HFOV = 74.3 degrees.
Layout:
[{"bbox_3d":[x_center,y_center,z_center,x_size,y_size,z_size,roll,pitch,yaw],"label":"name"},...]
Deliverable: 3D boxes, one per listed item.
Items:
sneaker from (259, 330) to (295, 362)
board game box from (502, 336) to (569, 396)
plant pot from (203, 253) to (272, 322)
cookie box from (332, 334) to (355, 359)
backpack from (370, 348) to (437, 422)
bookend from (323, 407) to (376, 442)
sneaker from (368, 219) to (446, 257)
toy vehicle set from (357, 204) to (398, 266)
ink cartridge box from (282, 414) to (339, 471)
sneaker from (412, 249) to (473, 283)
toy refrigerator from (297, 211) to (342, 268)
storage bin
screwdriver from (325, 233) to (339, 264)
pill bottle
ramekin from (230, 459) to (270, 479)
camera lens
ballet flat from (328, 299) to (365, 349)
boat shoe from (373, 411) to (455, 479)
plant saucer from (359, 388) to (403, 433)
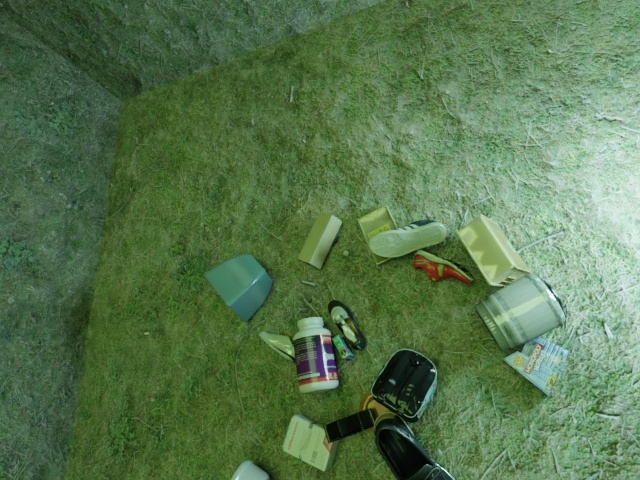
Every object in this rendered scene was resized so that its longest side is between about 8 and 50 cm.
[{"bbox_3d":[-0.200,0.505,2.084,0.235,0.090,0.095,27,72,26],"label":"sneaker"},{"bbox_3d":[0.824,0.466,1.640,0.194,0.060,0.194,25,83,28],"label":"board game box"},{"bbox_3d":[-0.397,0.221,2.181,0.252,0.248,0.247,-40,59,-12],"label":"plant pot"},{"bbox_3d":[0.106,0.492,1.936,0.040,0.092,0.107,-35,62,6],"label":"cookie box"},{"bbox_3d":[0.355,0.585,1.727,0.225,0.191,0.253,23,70,30],"label":"backpack"},{"bbox_3d":[0.124,0.771,1.763,0.157,0.156,0.072,-40,58,34],"label":"bookend"},{"bbox_3d":[0.391,-0.015,1.944,0.350,0.148,0.131,-9,106,5],"label":"sneaker"},{"bbox_3d":[0.302,-0.025,2.062,0.166,0.035,0.267,-27,63,14],"label":"toy vehicle set"},{"bbox_3d":[-0.039,0.886,1.862,0.218,0.092,0.158,13,78,26],"label":"ink cartridge box"},{"bbox_3d":[0.540,0.137,1.878,0.279,0.107,0.118,26,100,34],"label":"sneaker"},{"bbox_3d":[0.000,0.000,2.151,0.102,0.094,0.269,16,78,47],"label":"toy refrigerator"},{"bbox_3d":[0.712,0.047,1.730,0.123,0.260,0.262,-40,59,27],"label":"storage bin"},{"bbox_3d":[0.056,0.044,2.162,0.025,0.024,0.170,23,89,59],"label":"screwdriver"},{"bbox_3d":[-0.027,0.524,1.932,0.181,0.181,0.323,-17,66,18],"label":"pill bottle"},{"bbox_3d":[-0.318,1.108,1.819,0.127,0.273,0.273,14,78,15],"label":"ramekin"},{"bbox_3d":[0.772,0.277,1.638,0.274,0.219,0.219,-31,62,11],"label":"camera lens"},{"bbox_3d":[0.115,0.382,1.967,0.095,0.096,0.280,-42,60,6],"label":"ballet flat"},{"bbox_3d":[0.376,0.897,1.611,0.187,0.156,0.500,-41,73,9],"label":"boat shoe"},{"bbox_3d":[0.258,0.732,1.814,0.200,0.037,0.200,-8,70,21],"label":"plant saucer"}]
